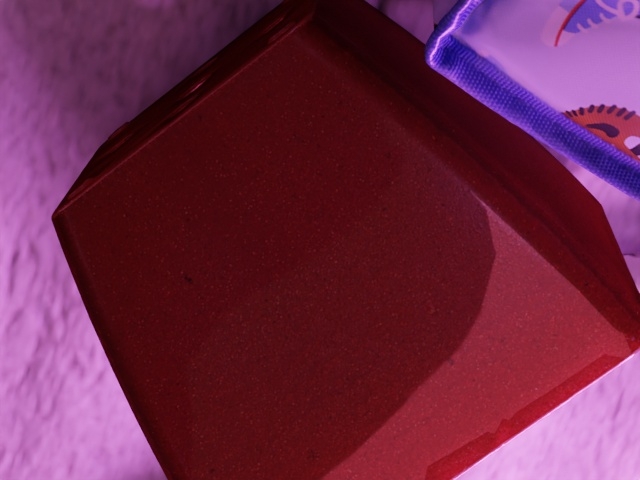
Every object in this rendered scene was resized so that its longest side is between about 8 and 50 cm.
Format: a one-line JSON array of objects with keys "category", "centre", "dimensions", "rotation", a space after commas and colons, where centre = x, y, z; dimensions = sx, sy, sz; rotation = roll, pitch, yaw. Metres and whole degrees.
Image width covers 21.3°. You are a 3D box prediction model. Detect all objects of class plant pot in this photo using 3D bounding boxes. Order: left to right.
[{"category": "plant pot", "centre": [0.000, 0.000, 0.981], "dimensions": [0.267, 0.267, 0.236], "rotation": [-36, 101, 12]}]

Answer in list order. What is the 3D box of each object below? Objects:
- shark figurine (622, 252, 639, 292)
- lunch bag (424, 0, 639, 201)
[{"category": "shark figurine", "centre": [0.285, 0.134, 1.140], "dimensions": [0.166, 0.278, 0.116], "rotation": [-12, 163, -32]}, {"category": "lunch bag", "centre": [0.250, -0.138, 0.874], "dimensions": [0.385, 0.328, 0.239], "rotation": [28, 126, -19]}]
